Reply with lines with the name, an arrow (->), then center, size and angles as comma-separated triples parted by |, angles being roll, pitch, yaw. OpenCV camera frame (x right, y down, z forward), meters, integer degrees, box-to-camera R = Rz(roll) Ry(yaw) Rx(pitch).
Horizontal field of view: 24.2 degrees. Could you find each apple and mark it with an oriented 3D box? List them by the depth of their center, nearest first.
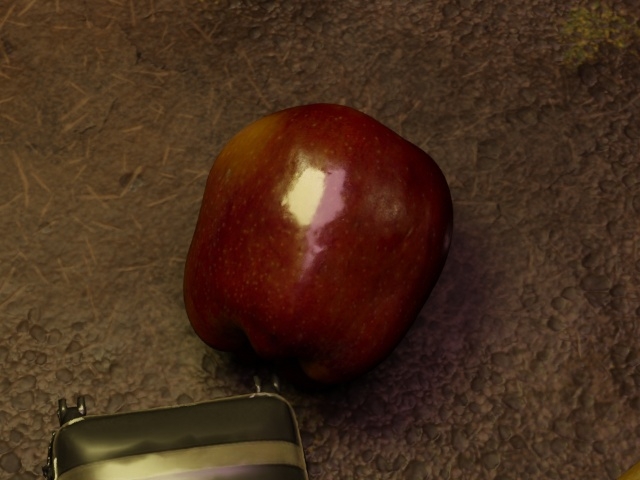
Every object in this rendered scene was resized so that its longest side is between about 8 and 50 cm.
apple -> 0.000, 0.000, 1.643 | 0.288, 0.288, 0.317 | 19, 73, 6

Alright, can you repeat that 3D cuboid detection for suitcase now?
suitcase -> -0.120, 0.344, 1.484 | 0.283, 0.194, 0.434 | -6, 62, -9

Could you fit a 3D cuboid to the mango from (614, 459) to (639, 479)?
mango -> 0.416, 0.301, 1.557 | 0.384, 0.199, 0.221 | -13, 67, 2
